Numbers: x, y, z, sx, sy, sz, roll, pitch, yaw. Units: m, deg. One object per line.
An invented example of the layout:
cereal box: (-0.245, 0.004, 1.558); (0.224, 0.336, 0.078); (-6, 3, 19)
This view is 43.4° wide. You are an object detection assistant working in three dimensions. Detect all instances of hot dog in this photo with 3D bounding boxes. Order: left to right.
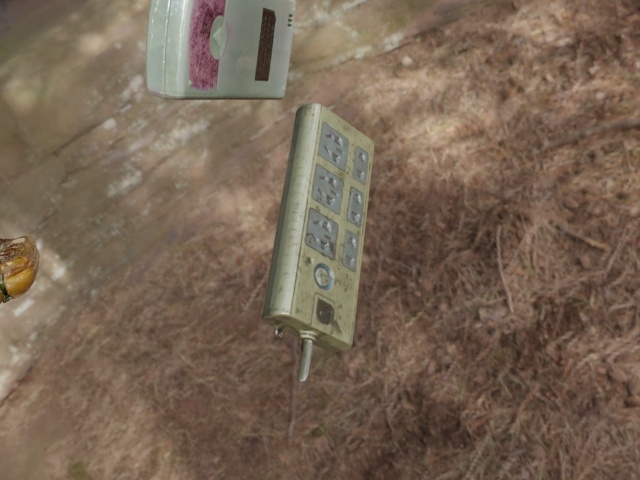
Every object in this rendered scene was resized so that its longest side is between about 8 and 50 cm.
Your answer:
hot dog: (-0.414, 0.035, 1.033); (0.100, 0.068, 0.249); (5, 7, -18)

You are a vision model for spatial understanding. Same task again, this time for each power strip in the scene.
power strip: (0.000, 0.000, 0.724); (0.034, 0.092, 0.268); (-19, 52, 41)

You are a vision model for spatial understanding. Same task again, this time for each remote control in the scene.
remote control: (-0.108, -0.240, 0.967); (0.050, 0.145, 0.344); (11, 12, 15)
